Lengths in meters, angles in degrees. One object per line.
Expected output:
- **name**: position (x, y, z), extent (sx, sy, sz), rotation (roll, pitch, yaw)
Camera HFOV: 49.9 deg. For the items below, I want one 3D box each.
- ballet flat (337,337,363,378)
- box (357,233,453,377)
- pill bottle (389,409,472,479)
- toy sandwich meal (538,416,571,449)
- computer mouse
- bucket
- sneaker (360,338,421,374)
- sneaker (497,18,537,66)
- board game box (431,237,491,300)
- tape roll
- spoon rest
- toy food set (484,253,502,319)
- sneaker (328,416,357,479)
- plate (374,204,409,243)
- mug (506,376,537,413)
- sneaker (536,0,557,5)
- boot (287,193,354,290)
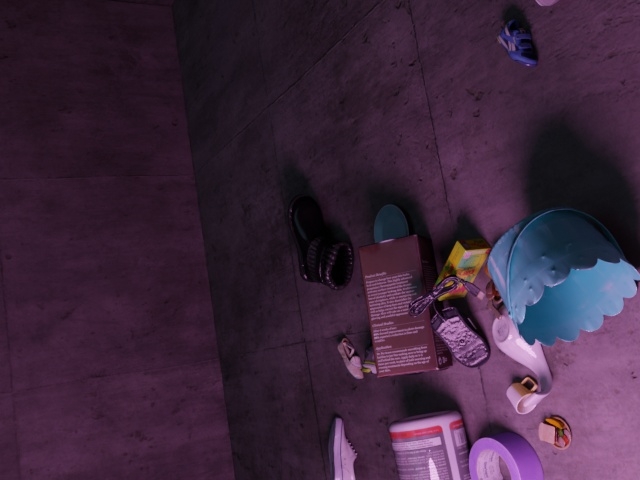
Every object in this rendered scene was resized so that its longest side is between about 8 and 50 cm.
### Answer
- **ballet flat**: position (0.107, 0.410, 2.408), extent (0.168, 0.057, 0.052), rotation (54, 128, 42)
- **box**: position (0.241, 0.189, 1.974), extent (0.191, 0.143, 0.381), rotation (-13, 80, 27)
- **pill bottle**: position (0.324, 0.668, 1.899), extent (0.210, 0.210, 0.363), rotation (-30, 67, 58)
- **toy sandwich meal**: position (0.559, 0.460, 1.640), extent (0.085, 0.029, 0.086), rotation (13, 105, 59)
- **computer mouse**: position (0.379, 0.205, 1.832), extent (0.184, 0.262, 0.060), rotation (-44, 7, 20)
- **bucket**: position (0.503, 0.073, 1.460), extent (0.183, 0.281, 0.281), rotation (65, 145, 40)
- **sneaker**: position (0.224, 0.357, 2.146), extent (0.300, 0.111, 0.121), rotation (-14, 73, 55)
- **sneaker**: position (0.476, -0.470, 1.643), extent (0.144, 0.053, 0.059), rotation (64, 142, 32)
- **board game box**: position (0.378, 0.079, 1.847), extent (0.043, 0.092, 0.181), rotation (56, 139, 40)
- **tape roll**: position (0.473, 0.593, 1.760), extent (0.189, 0.080, 0.189), rotation (10, 101, 60)
- **spoon rest**: position (0.498, 0.276, 1.696), extent (0.137, 0.084, 0.276), rotation (120, 149, -43)
- **toy food set**: position (0.442, 0.095, 1.730), extent (0.132, 0.038, 0.192), rotation (-99, 18, -75)
- **sneaker**: position (0.082, 0.763, 2.469), extent (0.094, 0.091, 0.258), rotation (115, 161, -48)
- **plate**: position (0.229, -0.020, 2.166), extent (0.188, 0.024, 0.188), rotation (10, 101, 59)
- **mug**: position (0.504, 0.385, 1.716), extent (0.062, 0.078, 0.064), rotation (64, 173, -32)
- **sneaker**: position (0.554, -0.590, 1.436), extent (0.281, 0.105, 0.115), rotation (-50, 52, 50)
- **boot**: position (0.004, 0.000, 2.450), extent (0.260, 0.131, 0.348), rotation (2, 106, 67)
